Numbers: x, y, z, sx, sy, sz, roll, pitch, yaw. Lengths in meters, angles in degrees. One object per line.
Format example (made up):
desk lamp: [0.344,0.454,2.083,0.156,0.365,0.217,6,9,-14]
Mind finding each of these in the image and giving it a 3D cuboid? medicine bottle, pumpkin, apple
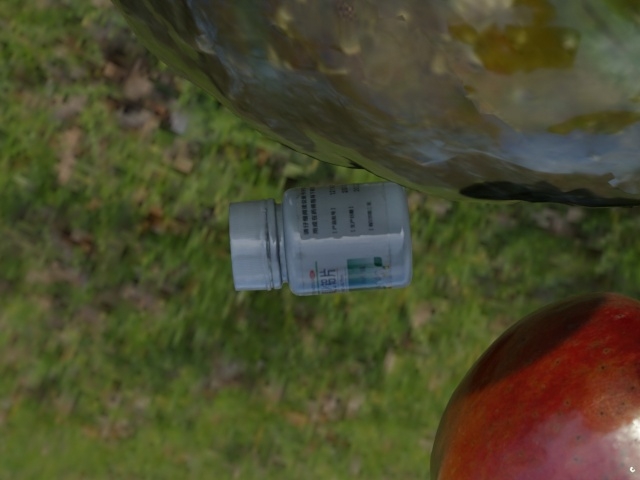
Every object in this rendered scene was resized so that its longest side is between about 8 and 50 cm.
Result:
medicine bottle: [0.000,0.000,1.326,0.130,0.080,0.080,-5,137,0]
pumpkin: [0.083,-0.231,0.698,0.454,0.454,0.344,-14,163,32]
apple: [0.182,0.147,1.161,0.234,0.234,0.234,11,139,9]
